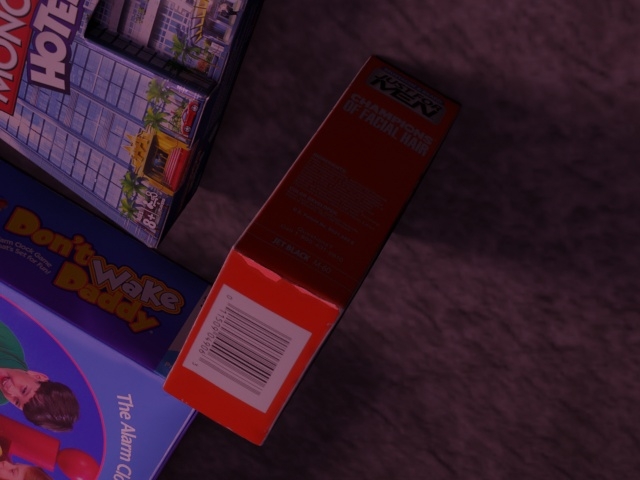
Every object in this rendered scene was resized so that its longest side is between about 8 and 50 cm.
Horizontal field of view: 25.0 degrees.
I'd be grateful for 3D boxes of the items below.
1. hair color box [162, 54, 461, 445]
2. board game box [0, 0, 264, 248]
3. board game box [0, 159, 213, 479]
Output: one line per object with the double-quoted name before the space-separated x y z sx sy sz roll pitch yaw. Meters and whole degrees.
"hair color box" 0.000 0.000 0.636 0.053 0.167 0.093 30 130 1
"board game box" -0.129 -0.119 0.673 0.194 0.060 0.194 25 130 2
"board game box" -0.215 0.112 0.868 0.233 0.078 0.347 31 130 -2
